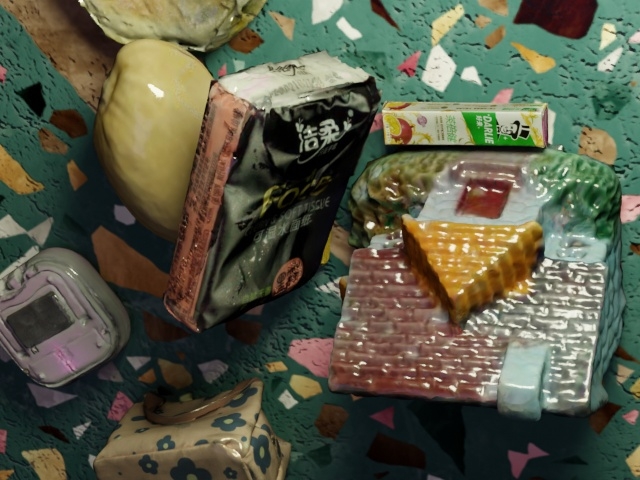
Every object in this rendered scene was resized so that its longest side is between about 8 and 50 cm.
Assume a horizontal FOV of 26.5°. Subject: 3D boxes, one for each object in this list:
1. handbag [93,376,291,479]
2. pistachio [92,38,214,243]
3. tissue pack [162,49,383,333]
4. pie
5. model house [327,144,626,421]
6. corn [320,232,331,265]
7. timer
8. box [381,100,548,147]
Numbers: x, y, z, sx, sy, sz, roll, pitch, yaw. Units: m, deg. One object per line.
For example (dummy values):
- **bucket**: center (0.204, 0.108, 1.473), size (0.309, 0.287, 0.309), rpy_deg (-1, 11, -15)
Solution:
- **handbag**: center (-0.172, 0.313, 1.964), size (0.251, 0.193, 0.190), rpy_deg (-10, 119, 22)
- **pistachio**: center (-0.194, -0.123, 1.746), size (0.181, 0.162, 0.293), rpy_deg (-22, 118, -2)
- **tissue pack**: center (-0.066, -0.060, 1.676), size (0.123, 0.245, 0.332), rpy_deg (33, 123, 25)
- **pie**: center (-0.203, -0.379, 1.661), size (0.337, 0.075, 0.338), rpy_deg (12, 126, 16)
- **model house**: center (0.168, 0.084, 1.631), size (0.360, 0.339, 0.297), rpy_deg (4, 121, 18)
- **corn**: center (0.000, 0.000, 1.825), size (0.028, 0.027, 0.083), rpy_deg (5, 118, -1)
- **timer**: center (-0.393, 0.118, 2.008), size (0.208, 0.069, 0.191), rpy_deg (-31, 102, 32)
- **box**: center (0.178, -0.144, 1.673), size (0.207, 0.041, 0.050), rpy_deg (3, 119, 19)
